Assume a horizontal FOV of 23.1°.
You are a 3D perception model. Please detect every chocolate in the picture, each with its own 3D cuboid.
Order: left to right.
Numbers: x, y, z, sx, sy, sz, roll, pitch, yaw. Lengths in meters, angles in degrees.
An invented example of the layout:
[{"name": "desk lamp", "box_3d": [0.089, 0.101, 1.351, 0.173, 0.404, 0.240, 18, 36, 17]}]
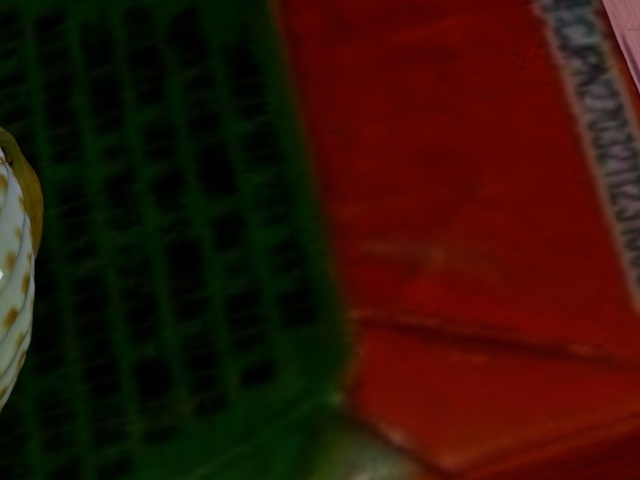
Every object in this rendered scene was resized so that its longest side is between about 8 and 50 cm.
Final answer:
[{"name": "chocolate", "box_3d": [0.000, 0.000, 0.810, 0.161, 0.341, 0.360, 71, 5, -59]}]

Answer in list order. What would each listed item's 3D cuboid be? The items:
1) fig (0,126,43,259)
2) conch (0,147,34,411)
[{"name": "fig", "box_3d": [-0.154, -0.015, 0.689, 0.084, 0.098, 0.082, 3, 47, -57]}, {"name": "conch", "box_3d": [-0.166, 0.029, 0.468, 0.172, 0.131, 0.200, 39, -59, 45]}]
